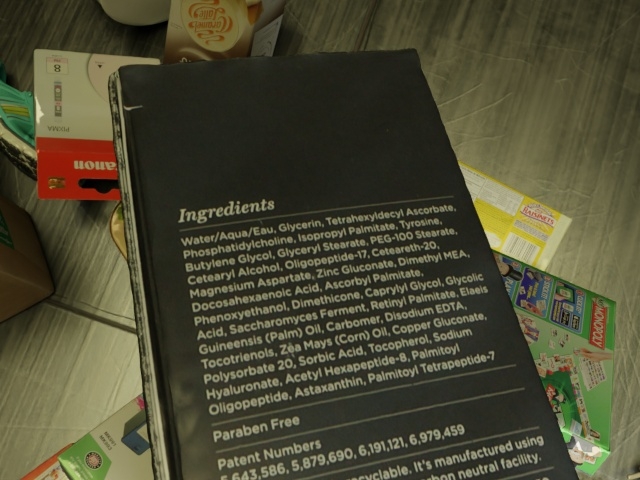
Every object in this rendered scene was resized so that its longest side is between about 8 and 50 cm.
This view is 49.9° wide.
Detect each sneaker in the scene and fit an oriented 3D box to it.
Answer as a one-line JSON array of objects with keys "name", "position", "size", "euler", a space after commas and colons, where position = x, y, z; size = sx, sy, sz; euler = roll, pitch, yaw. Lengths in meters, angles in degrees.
[{"name": "sneaker", "position": [-0.460, -0.183, 1.071], "size": [0.275, 0.107, 0.110], "euler": [43, 70, 9]}]

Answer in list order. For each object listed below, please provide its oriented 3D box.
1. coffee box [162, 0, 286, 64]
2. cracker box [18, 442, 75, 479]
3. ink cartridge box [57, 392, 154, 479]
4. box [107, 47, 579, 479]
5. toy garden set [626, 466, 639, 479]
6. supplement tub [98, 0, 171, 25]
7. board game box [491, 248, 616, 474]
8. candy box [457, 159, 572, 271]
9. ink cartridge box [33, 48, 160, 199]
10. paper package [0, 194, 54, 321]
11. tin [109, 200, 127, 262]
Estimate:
[{"name": "coffee box", "position": [-0.137, -0.340, 1.018], "size": [0.141, 0.246, 0.098], "euler": [28, 41, 9]}, {"name": "cracker box", "position": [-0.335, 0.417, 0.940], "size": [0.156, 0.067, 0.232], "euler": [-35, 77, -7]}, {"name": "ink cartridge box", "position": [-0.215, 0.286, 0.923], "size": [0.212, 0.093, 0.154], "euler": [-35, 78, -29]}, {"name": "box", "position": [-0.028, 0.149, 0.703], "size": [0.298, 0.479, 0.471], "euler": [-9, 65, -15]}, {"name": "toy garden set", "position": [0.425, 0.408, 0.932], "size": [0.245, 0.049, 0.203], "euler": [-13, 79, 0]}, {"name": "supplement tub", "position": [-0.315, -0.524, 1.078], "size": [0.228, 0.228, 0.316], "euler": [-27, 77, -5]}, {"name": "board game box", "position": [0.266, 0.129, 0.886], "size": [0.214, 0.317, 0.046], "euler": [25, 123, 11]}, {"name": "candy box", "position": [0.265, -0.035, 1.049], "size": [0.206, 0.027, 0.105], "euler": [29, 77, 8]}, {"name": "ink cartridge box", "position": [-0.329, -0.176, 1.035], "size": [0.189, 0.066, 0.232], "euler": [-1, 61, -23]}, {"name": "paper package", "position": [-0.562, 0.043, 0.904], "size": [0.310, 0.325, 0.168], "euler": [-29, 78, -6]}, {"name": "tin", "position": [-0.245, 0.011, 1.049], "size": [0.106, 0.040, 0.189], "euler": [-33, 78, -10]}]
